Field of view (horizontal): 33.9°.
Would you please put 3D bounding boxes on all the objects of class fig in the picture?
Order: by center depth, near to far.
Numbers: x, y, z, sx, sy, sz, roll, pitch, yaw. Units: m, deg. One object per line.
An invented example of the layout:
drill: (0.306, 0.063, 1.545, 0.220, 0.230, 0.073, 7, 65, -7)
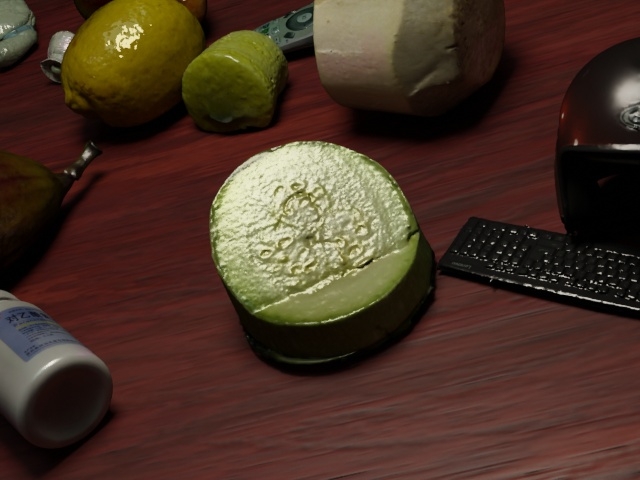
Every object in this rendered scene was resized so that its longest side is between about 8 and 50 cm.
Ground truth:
fig: (-0.380, -0.054, 1.275, 0.274, 0.170, 0.145, -30, -7, -37)

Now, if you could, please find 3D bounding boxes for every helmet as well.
helmet: (0.317, -0.095, 0.989, 0.189, 0.216, 0.193, 4, 89, 20)

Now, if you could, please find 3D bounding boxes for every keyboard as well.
keyboard: (0.236, 0.026, 1.010, 0.251, 0.017, 0.087, 13, 48, 34)

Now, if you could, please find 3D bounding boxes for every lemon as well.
lemon: (-0.251, -0.240, 1.414, 0.170, 0.170, 0.207, 22, 63, 40)

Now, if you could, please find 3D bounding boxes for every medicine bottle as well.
medicine bottle: (-0.298, 0.124, 1.059, 0.103, 0.102, 0.187, -40, 43, -22)

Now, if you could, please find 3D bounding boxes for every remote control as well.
remote control: (-0.002, -0.300, 1.468, 0.256, 0.045, 0.097, -15, 38, 12)

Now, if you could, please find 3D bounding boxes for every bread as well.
bread: (-0.110, -0.209, 1.367, 0.129, 0.111, 0.114, 3, 36, 20)

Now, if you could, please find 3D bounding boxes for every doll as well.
doll: (-0.523, -0.356, 1.733, 0.104, 0.071, 0.214, -26, 43, -5)

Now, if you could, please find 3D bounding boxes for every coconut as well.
coconut: (0.091, -0.257, 1.250, 0.241, 0.241, 0.241, -12, 40, 10)

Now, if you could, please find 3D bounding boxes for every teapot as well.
teapot: (-0.380, -0.272, 1.592, 0.083, 0.064, 0.064, 21, 56, -1)

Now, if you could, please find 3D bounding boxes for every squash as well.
squash: (0.005, 0.014, 1.046, 0.220, 0.133, 0.220, -8, 45, 8)

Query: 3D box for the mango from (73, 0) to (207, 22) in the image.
mango: (-0.270, -0.367, 1.605, 0.268, 0.111, 0.133, 16, 67, 35)
